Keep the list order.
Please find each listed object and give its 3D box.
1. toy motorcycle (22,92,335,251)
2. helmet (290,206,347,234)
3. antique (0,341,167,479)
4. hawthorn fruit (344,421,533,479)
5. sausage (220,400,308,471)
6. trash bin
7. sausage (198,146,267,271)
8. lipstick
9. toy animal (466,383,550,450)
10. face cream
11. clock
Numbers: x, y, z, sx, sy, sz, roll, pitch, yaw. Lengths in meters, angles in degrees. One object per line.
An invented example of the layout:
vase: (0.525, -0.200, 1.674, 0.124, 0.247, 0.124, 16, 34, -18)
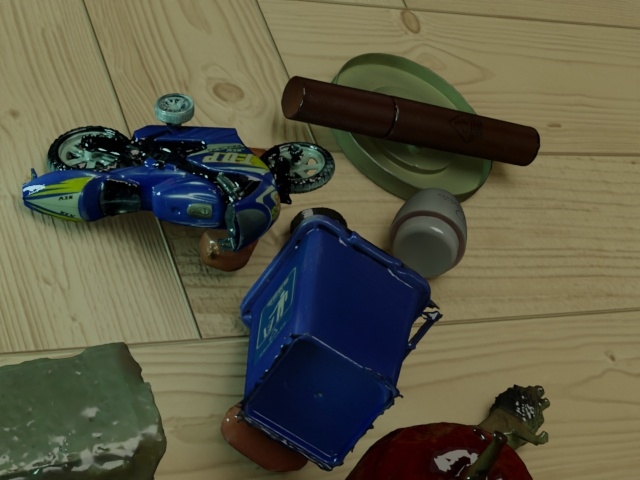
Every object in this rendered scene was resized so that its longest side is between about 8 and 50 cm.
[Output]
toy motorcycle: (-0.144, -0.060, 1.504, 0.315, 0.113, 0.169, 3, 38, 2)
helmet: (0.000, 0.001, 1.632, 0.065, 0.049, 0.084, -8, 25, 1)
antique: (-0.286, 0.188, 1.241, 0.284, 0.150, 0.125, -5, 54, -27)
hawthorn fruit: (0.119, 0.262, 1.335, 0.210, 0.266, 0.230, 28, 35, -4)
sausage: (-0.052, 0.193, 1.435, 0.094, 0.054, 0.059, 32, 38, -8)
trash bin: (0.016, 0.106, 1.435, 0.184, 0.162, 0.234, 32, 24, -9)
sausage: (-0.090, -0.027, 1.585, 0.065, 0.065, 0.169, 27, 45, -12)
lipstick: (0.118, -0.143, 1.783, 0.357, 0.057, 0.057, 9, 51, -29)
toy animal: (0.186, 0.222, 1.566, 0.086, 0.069, 0.220, 34, 34, 26)
face cream: (0.127, -0.010, 1.698, 0.091, 0.091, 0.095, 31, 36, -8)
clock: (0.116, -0.144, 1.842, 0.235, 0.029, 0.235, 18, 47, -21)
